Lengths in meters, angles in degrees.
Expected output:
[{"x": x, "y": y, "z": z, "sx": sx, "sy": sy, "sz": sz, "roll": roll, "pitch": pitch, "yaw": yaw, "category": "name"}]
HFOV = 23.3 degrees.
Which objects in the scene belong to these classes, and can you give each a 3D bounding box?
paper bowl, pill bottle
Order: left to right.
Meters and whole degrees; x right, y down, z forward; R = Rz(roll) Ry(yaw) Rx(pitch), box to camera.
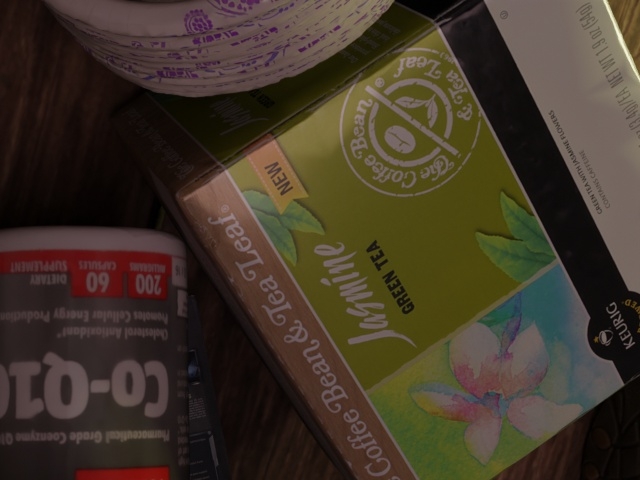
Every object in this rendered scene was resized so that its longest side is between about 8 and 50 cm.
[{"x": -0.170, "y": 0.138, "z": 1.075, "sx": 0.161, "sy": 0.161, "sz": 0.283, "roll": 1, "pitch": 83, "yaw": -20, "category": "pill bottle"}, {"x": -0.057, "y": -0.228, "z": 1.027, "sx": 0.284, "sy": 0.284, "sz": 0.148, "roll": -41, "pitch": 150, "yaw": -2, "category": "paper bowl"}]

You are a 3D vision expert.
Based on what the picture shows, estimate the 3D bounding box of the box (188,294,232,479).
[{"x": -0.192, "y": 0.151, "z": 1.184, "sx": 0.232, "sy": 0.059, "sz": 0.183, "roll": -12, "pitch": 89, "yaw": -16, "category": "box"}]

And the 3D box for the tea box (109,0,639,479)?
[{"x": 0.077, "y": -0.023, "z": 1.150, "sx": 0.323, "sy": 0.220, "sz": 0.329, "roll": -35, "pitch": 116, "yaw": -5, "category": "tea box"}]

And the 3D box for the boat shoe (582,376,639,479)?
[{"x": 0.330, "y": 0.151, "z": 1.367, "sx": 0.130, "sy": 0.132, "sz": 0.355, "roll": 3, "pitch": 109, "yaw": -20, "category": "boat shoe"}]
